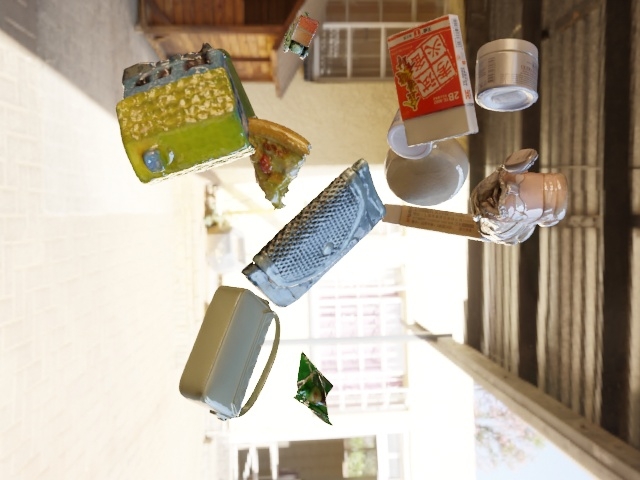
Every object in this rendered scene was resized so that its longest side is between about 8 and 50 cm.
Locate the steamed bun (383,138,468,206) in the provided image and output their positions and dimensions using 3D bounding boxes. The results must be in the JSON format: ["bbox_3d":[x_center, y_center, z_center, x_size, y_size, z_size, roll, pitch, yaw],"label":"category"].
[{"bbox_3d":[0.352,-0.259,2.335,0.283,0.283,0.177,94,5,-49],"label":"steamed bun"}]

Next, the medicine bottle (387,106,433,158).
[{"bbox_3d":[0.296,-0.386,1.966,0.130,0.130,0.341,95,16,-51],"label":"medicine bottle"}]

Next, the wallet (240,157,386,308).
[{"bbox_3d":[0.000,0.000,1.497,0.075,0.342,0.237,44,-7,28],"label":"wallet"}]

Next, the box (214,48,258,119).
[{"bbox_3d":[-0.351,-0.432,2.208,0.329,0.252,0.178,65,-19,-3],"label":"box"}]

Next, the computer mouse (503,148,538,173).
[{"bbox_3d":[0.488,-0.189,1.698,0.039,0.066,0.096,51,-26,-20],"label":"computer mouse"}]

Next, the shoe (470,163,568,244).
[{"bbox_3d":[0.495,-0.104,1.897,0.351,0.198,0.172,138,-43,-65],"label":"shoe"}]

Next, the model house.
[{"bbox_3d":[-0.271,-0.230,1.403,0.303,0.237,0.216,-109,-179,-56],"label":"model house"}]

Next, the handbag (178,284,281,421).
[{"bbox_3d":[-0.162,0.228,1.386,0.219,0.079,0.256,47,57,-51],"label":"handbag"}]

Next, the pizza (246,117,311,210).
[{"bbox_3d":[-0.131,-0.202,1.994,0.075,0.280,0.288,-39,135,-43],"label":"pizza"}]

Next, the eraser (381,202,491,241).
[{"bbox_3d":[0.378,-0.061,2.241,0.144,0.343,0.078,8,92,-61],"label":"eraser"}]

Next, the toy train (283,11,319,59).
[{"bbox_3d":[-0.053,-0.579,1.950,0.118,0.074,0.176,-61,-166,27],"label":"toy train"}]

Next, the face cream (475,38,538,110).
[{"bbox_3d":[0.541,-0.477,2.035,0.177,0.177,0.153,112,-17,-78],"label":"face cream"}]

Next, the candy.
[{"bbox_3d":[-0.022,0.400,1.887,0.203,0.078,0.141,-82,147,-65],"label":"candy"}]

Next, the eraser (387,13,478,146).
[{"bbox_3d":[0.221,-0.312,1.392,0.157,0.038,0.230,-7,-85,46],"label":"eraser"}]
